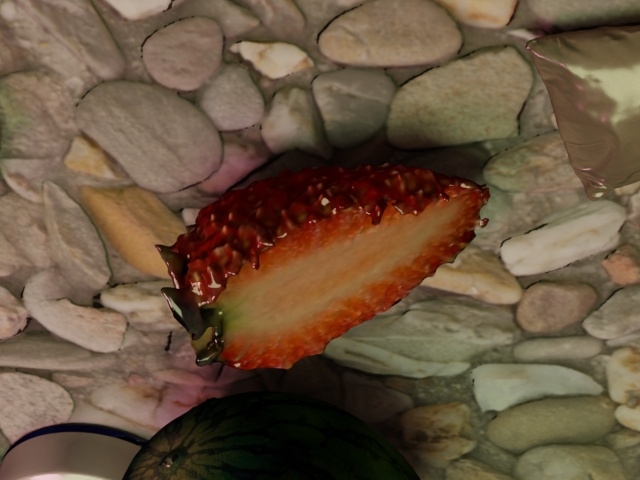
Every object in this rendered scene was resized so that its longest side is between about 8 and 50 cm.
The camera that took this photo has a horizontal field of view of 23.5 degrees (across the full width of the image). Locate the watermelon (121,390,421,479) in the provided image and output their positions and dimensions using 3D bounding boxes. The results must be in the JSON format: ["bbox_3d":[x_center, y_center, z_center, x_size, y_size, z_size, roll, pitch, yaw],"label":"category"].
[{"bbox_3d":[-0.045,0.322,1.585,0.363,0.363,0.363,4,134,4],"label":"watermelon"}]

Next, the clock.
[{"bbox_3d":[-0.265,0.314,1.781,0.230,0.083,0.230,3,135,3],"label":"clock"}]

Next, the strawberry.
[{"bbox_3d":[0.000,0.000,1.430,0.306,0.138,0.233,-25,150,-3],"label":"strawberry"}]

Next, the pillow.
[{"bbox_3d":[0.319,-0.115,1.294,0.270,0.067,0.173,-7,127,14],"label":"pillow"}]
